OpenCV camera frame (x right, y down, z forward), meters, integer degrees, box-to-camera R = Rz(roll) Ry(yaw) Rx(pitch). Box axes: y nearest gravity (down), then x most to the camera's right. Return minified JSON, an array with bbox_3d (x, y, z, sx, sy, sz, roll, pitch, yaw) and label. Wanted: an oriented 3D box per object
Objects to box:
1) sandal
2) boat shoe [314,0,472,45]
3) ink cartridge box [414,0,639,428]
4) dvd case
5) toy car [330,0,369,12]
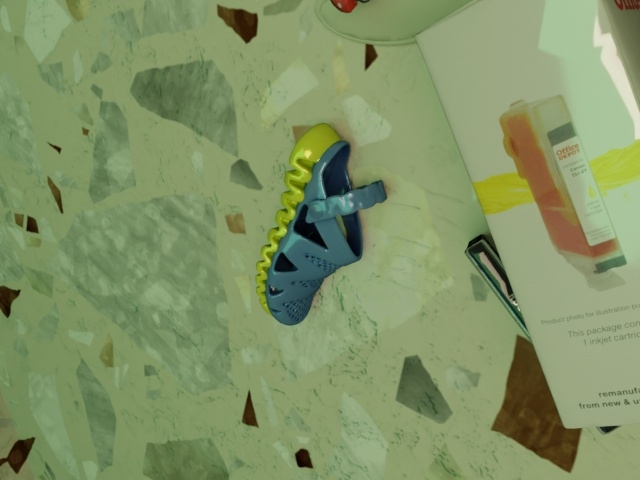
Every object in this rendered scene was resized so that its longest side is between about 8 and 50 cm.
[{"bbox_3d":[0.000,0.000,0.930,0.138,0.126,0.317,28,121,19],"label":"sandal"},{"bbox_3d":[0.133,-0.322,0.764,0.319,0.116,0.099,-3,61,41],"label":"boat shoe"},{"bbox_3d":[0.278,-0.061,0.623,0.160,0.279,0.385,-19,95,38],"label":"ink cartridge box"},{"bbox_3d":[0.253,0.097,0.757,0.029,0.179,0.239,-36,84,13],"label":"dvd case"},{"bbox_3d":[0.096,-0.391,0.704,0.239,0.053,0.225,-16,64,31],"label":"toy car"}]
